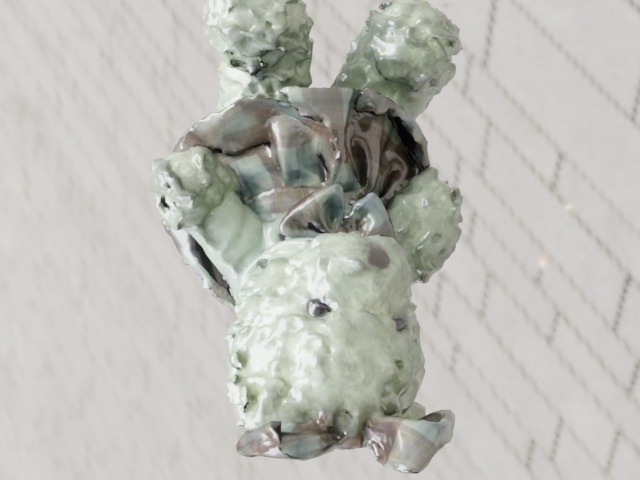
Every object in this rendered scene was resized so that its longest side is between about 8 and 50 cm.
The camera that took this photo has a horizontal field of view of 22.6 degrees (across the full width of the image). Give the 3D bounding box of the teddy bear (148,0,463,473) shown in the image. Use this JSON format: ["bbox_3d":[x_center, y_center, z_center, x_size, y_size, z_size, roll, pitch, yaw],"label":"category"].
[{"bbox_3d":[-0.009,0.003,0.618,0.111,0.133,0.213,-43,41,53],"label":"teddy bear"}]
